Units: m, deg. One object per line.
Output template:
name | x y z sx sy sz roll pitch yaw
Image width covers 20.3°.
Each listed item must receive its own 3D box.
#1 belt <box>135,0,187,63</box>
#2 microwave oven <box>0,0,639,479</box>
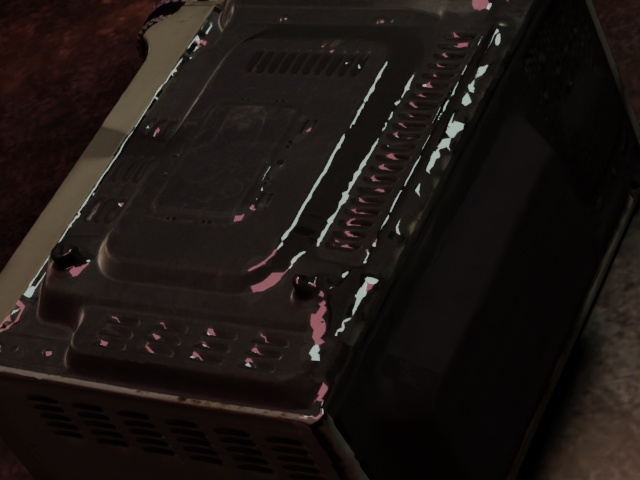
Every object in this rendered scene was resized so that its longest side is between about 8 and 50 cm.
belt | 0.017 -0.161 1.267 0.359 0.126 0.094 2 61 38
microwave oven | 0.000 0.000 1.034 0.286 0.218 0.355 5 50 34
